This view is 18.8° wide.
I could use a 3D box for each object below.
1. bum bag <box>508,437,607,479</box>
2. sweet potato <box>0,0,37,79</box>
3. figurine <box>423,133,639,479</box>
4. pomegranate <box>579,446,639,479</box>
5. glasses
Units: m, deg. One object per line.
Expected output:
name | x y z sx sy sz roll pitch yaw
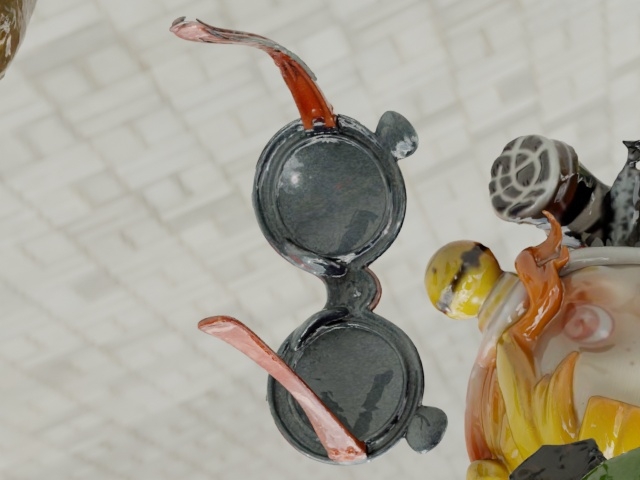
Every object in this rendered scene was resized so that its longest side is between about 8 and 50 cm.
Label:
bum bag | 0.160 0.167 1.091 0.058 0.124 0.034 -39 171 11
sweet potato | -0.234 -0.155 1.202 0.131 0.337 0.131 -6 146 -4
figurine | 0.222 0.095 1.396 0.320 0.323 0.196 15 147 6
pomegranate | 0.221 0.199 0.929 0.240 0.159 0.190 -11 131 2
glasses | 0.000 0.000 1.128 0.118 0.234 0.268 -5 164 7
